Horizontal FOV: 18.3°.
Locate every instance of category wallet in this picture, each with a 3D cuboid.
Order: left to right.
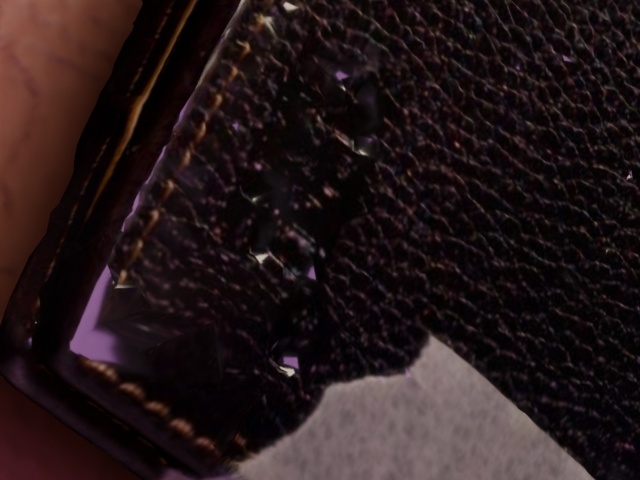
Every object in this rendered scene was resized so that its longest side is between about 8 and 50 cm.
[{"bbox_3d":[0.054,-0.025,0.505,0.221,0.071,0.262,42,59,-33],"label":"wallet"}]
